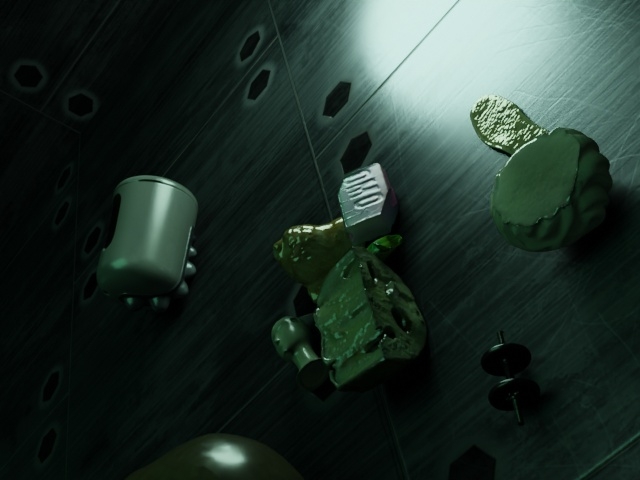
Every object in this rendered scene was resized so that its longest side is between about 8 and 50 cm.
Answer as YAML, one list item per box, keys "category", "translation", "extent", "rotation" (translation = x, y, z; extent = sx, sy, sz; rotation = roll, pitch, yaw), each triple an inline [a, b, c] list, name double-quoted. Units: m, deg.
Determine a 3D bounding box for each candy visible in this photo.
- category: "candy"
  translation: [0.066, 0.059, 1.627]
  extent: [0.032, 0.102, 0.178]
  rotation: [46, 114, 12]

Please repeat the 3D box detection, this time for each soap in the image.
- category: "soap"
  translation: [0.085, -0.070, 1.697]
  extent: [0.100, 0.056, 0.149]
  rotation: [-20, 42, 8]

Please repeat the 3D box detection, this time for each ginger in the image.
- category: "ginger"
  translation: [0.004, -0.002, 1.745]
  extent: [0.193, 0.122, 0.115]
  rotation: [-49, 20, 3]

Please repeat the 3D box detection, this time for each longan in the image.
- category: "longan"
  translation: [-0.171, 0.460, 1.401]
  extent: [0.361, 0.361, 0.361]
  rotation: [-36, 39, 36]

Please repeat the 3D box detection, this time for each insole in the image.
- category: "insole"
  translation: [0.306, -0.178, 1.531]
  extent: [0.081, 0.011, 0.248]
  rotation: [-55, 32, 10]

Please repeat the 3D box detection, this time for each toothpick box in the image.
- category: "toothpick box"
  translation: [-0.402, 0.027, 2.245]
  extent: [0.229, 0.229, 0.317]
  rotation: [-29, 45, 42]

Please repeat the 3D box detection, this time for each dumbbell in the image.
- category: "dumbbell"
  translation: [0.252, 0.182, 1.263]
  extent: [0.069, 0.069, 0.147]
  rotation: [-40, 36, 32]

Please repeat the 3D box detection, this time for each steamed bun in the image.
- category: "steamed bun"
  translation: [0.326, -0.061, 1.317]
  extent: [0.182, 0.106, 0.183]
  rotation: [-31, 45, 37]

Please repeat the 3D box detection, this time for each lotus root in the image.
- category: "lotus root"
  translation: [0.079, 0.134, 1.497]
  extent: [0.119, 0.138, 0.235]
  rotation: [-47, 34, 32]

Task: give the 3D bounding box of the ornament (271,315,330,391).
- category: "ornament"
  translation: [-0.041, 0.192, 1.683]
  extent: [0.075, 0.081, 0.156]
  rotation: [-66, 32, 22]
